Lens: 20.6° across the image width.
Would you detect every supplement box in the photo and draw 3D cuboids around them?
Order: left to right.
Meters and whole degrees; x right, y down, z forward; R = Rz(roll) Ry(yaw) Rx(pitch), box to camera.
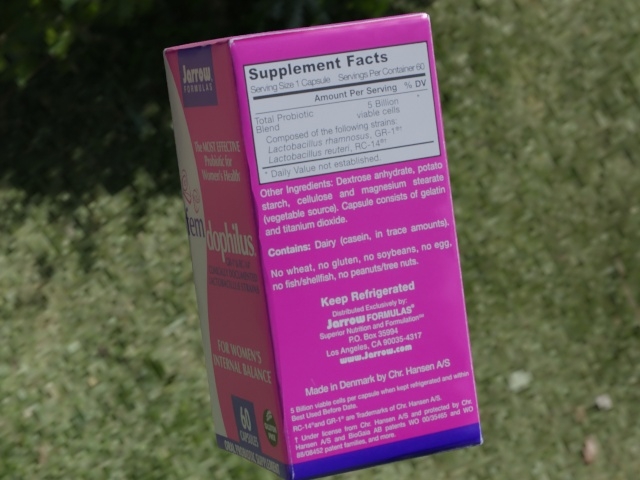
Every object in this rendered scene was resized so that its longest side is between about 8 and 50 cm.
[{"bbox_3d":[0.000,0.000,0.901,0.114,0.111,0.220,-9,95,-21],"label":"supplement box"}]
